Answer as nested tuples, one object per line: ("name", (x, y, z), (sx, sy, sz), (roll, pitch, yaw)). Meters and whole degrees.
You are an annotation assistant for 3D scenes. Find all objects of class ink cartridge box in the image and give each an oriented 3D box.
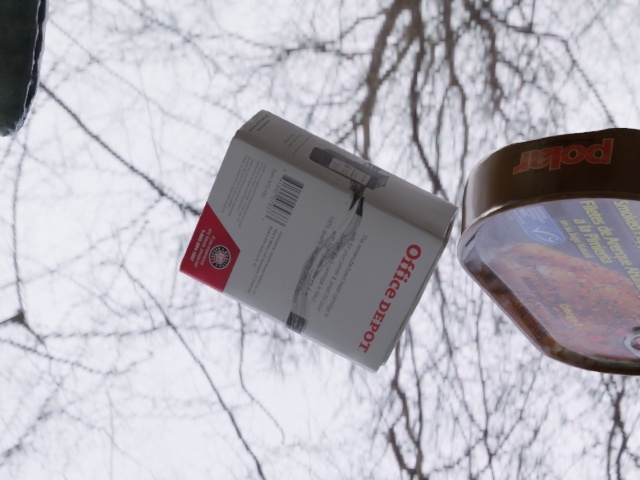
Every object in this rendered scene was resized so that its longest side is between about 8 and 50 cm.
("ink cartridge box", (0.000, 0.000, 0.920), (0.150, 0.109, 0.063), (27, -155, 4))

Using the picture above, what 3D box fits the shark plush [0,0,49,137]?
("shark plush", (-0.090, -0.113, 0.457), (0.067, 0.073, 0.161), (22, -106, 25))

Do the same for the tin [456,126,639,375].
("tin", (0.126, 0.010, 0.581), (0.106, 0.190, 0.040), (-3, -115, 27))
